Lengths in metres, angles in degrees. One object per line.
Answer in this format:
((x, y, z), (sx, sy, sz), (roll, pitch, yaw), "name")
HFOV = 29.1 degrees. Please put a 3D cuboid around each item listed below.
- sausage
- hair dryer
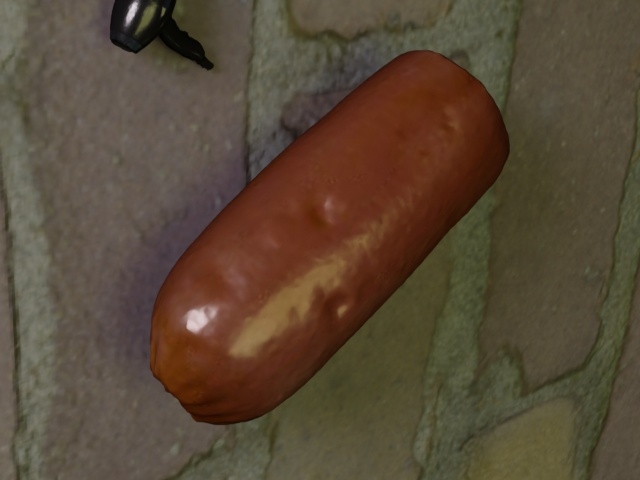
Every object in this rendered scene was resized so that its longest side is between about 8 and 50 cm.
((0.000, 0.000, 0.736), (0.259, 0.113, 0.113), (-44, 134, -18), "sausage")
((-0.076, -0.125, 0.669), (0.079, 0.031, 0.083), (-63, 150, -10), "hair dryer")
